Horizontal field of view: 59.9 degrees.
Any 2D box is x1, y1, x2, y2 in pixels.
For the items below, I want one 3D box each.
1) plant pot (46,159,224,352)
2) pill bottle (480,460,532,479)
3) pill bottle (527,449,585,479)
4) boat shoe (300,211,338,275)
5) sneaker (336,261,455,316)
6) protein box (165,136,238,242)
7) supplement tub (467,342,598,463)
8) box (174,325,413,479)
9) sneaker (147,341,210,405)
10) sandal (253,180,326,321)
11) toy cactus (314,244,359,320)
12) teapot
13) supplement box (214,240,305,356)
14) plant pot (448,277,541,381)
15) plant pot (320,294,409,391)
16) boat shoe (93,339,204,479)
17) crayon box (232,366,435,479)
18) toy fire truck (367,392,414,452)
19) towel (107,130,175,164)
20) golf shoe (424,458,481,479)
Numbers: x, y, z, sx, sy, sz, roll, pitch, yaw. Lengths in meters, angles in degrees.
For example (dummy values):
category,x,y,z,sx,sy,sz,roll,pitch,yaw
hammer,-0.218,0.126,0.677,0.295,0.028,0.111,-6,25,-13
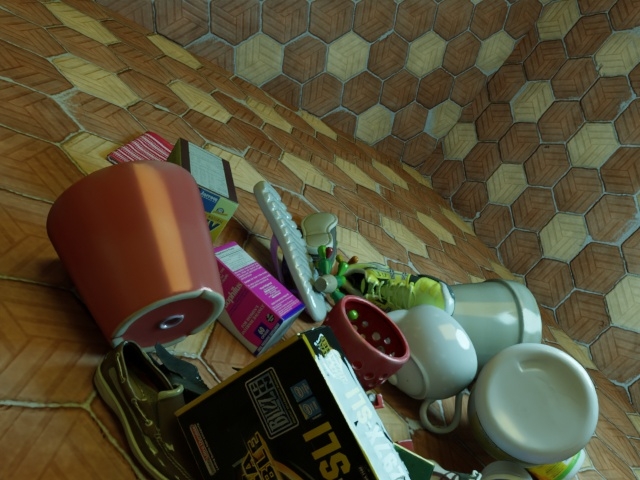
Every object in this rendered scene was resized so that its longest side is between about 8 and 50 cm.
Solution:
category,x,y,z,sx,sy,sz,roll,pitch,yaw
plant pot,-0.299,0.042,0.957,0.274,0.275,0.243,6,49,-53
pill bottle,0.357,0.549,1.061,0.152,0.152,0.272,39,22,5
pill bottle,0.544,0.509,1.451,0.245,0.136,0.136,42,22,12
boat shoe,0.000,0.000,1.694,0.116,0.097,0.324,-6,22,3
sneaker,0.196,0.151,1.534,0.147,0.145,0.384,1,6,-40
protein box,-0.300,-0.083,1.251,0.135,0.200,0.201,25,25,-29
supplement tub,0.459,0.381,1.254,0.241,0.241,0.331,47,-8,24
box,-0.023,0.309,0.713,0.079,0.257,0.322,-3,61,-61
sneaker,-0.214,0.242,0.929,0.170,0.051,0.089,36,11,-25
sandal,-0.095,0.037,1.466,0.417,0.102,0.169,67,13,23
toy cactus,0.042,0.111,1.443,0.180,0.112,0.219,2,72,-70
teapot,0.241,0.297,1.354,0.187,0.253,0.256,-29,39,-28
supplement box,-0.161,0.119,1.181,0.220,0.111,0.114,41,22,11
plant pot,0.421,0.250,1.615,0.280,0.324,0.323,12,29,-17
plant pot,0.070,0.243,1.202,0.191,0.174,0.191,31,22,-14
boat shoe,-0.236,0.254,0.813,0.257,0.095,0.095,43,22,15
crayon box,-0.004,0.320,0.913,0.322,0.083,0.203,32,-20,-13
toy fire truck,0.088,0.377,1.104,0.191,0.047,0.136,1,69,-32
towel,-0.444,-0.216,1.531,0.198,0.031,0.275,33,22,-9
golf shoe,0.257,0.476,1.028,0.105,0.120,0.273,54,-1,-7
